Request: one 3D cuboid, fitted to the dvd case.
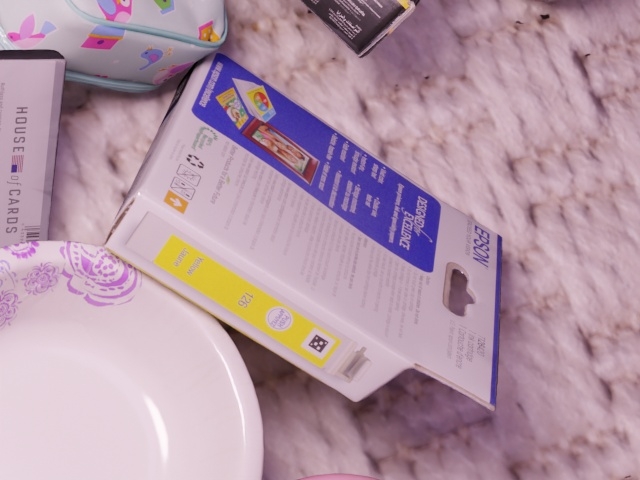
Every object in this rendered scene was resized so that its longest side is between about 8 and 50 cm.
[{"bbox_3d":[-0.312,-0.054,1.429,0.239,0.179,0.029,-3,26,-28],"label":"dvd case"}]

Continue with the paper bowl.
[{"bbox_3d":[-0.195,0.153,1.394,0.284,0.148,0.284,10,65,-22],"label":"paper bowl"}]

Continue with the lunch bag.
[{"bbox_3d":[-0.206,-0.262,1.553,0.224,0.108,0.279,2,62,-52],"label":"lunch bag"}]

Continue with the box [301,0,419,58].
[{"bbox_3d":[-0.024,-0.337,1.665,0.322,0.079,0.257,44,31,-9],"label":"box"}]

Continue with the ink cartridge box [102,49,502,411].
[{"bbox_3d":[0.000,0.000,1.523,0.307,0.072,0.303,35,24,-10],"label":"ink cartridge box"}]

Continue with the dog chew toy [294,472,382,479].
[{"bbox_3d":[-0.053,0.297,1.251,0.332,0.206,0.206,-32,83,2],"label":"dog chew toy"}]
